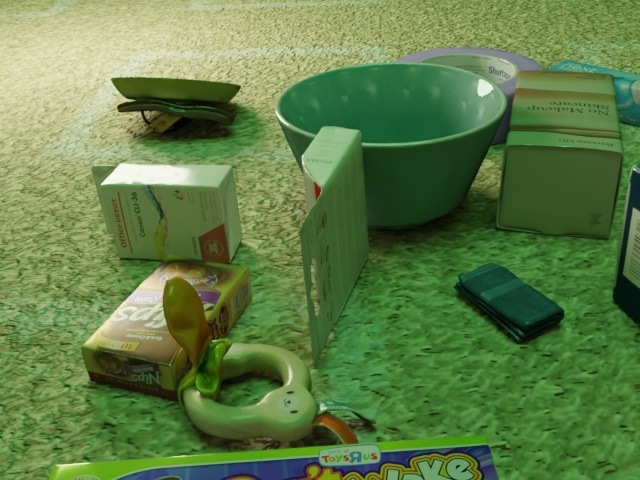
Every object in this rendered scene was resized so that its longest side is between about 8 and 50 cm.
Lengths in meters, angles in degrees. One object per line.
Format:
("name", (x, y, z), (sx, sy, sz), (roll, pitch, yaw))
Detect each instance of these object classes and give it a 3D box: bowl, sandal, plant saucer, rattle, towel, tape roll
("bowl", (0.098, -0.125, 1.047), (0.311, 0.163, 0.311), (-3, 30, 2))
("sandal", (-0.264, -0.219, 1.345), (0.219, 0.060, 0.090), (9, 7, 4))
("plant saucer", (-0.269, -0.278, 1.397), (0.241, 0.037, 0.241), (2, 7, 0))
("rattle", (-0.044, 0.115, 0.697), (0.200, 0.143, 0.130), (14, 17, 38))
("towel", (0.213, 0.067, 0.845), (0.067, 0.029, 0.119), (-19, 33, -23))
("tape roll", (0.253, -0.262, 1.331), (0.275, 0.090, 0.275), (-3, 31, 2))

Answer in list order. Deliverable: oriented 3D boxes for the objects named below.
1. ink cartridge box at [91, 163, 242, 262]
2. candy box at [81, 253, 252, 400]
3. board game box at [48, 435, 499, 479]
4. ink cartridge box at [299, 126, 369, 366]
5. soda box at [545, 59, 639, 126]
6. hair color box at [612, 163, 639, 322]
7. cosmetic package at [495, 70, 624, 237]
("ink cartridge box", (-0.212, -0.037, 0.982), (0.198, 0.115, 0.067), (2, 32, 11))
("candy box", (-0.163, 0.089, 0.829), (0.109, 0.053, 0.186), (8, 34, 18))
("board game box", (-0.035, 0.257, 0.511), (0.347, 0.078, 0.233), (-4, 31, 0))
("ink cartridge box", (0.000, 0.000, 0.835), (0.056, 0.181, 0.224), (7, 34, 19))
("soda box", (0.506, -0.262, 1.321), (0.071, 0.067, 0.210), (-29, 38, -35))
("hair color box", (0.506, -0.015, 0.810), (0.347, 0.174, 0.105), (-10, 30, -11))
("cosmetic package", (0.343, -0.136, 1.071), (0.153, 0.129, 0.296), (6, 33, 13))
